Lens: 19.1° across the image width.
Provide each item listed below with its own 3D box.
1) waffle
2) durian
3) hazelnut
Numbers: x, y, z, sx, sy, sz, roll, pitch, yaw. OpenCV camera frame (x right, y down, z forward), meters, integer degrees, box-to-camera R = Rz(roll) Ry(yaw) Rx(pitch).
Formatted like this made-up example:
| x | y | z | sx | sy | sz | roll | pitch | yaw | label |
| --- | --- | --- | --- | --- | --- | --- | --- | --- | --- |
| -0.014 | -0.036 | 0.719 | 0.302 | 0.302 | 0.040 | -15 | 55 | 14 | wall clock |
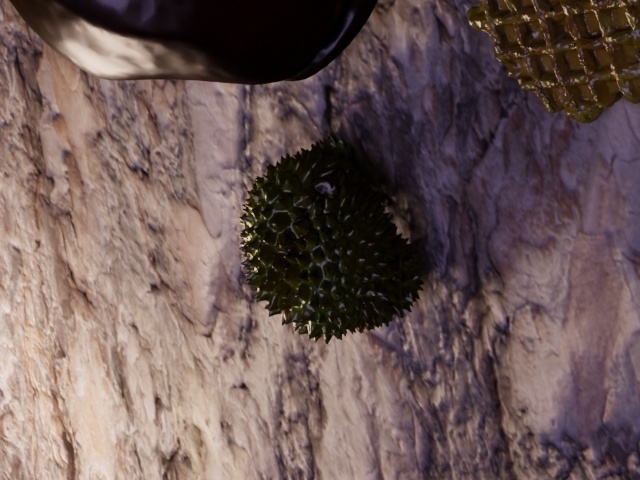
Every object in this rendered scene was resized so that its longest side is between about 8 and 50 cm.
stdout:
| x | y | z | sx | sy | sz | roll | pitch | yaw | label |
| --- | --- | --- | --- | --- | --- | --- | --- | --- | --- |
| 0.233 | -0.230 | 1.861 | 0.243 | 0.059 | 0.237 | 43 | 142 | 18 | waffle |
| 0.001 | 0.004 | 2.220 | 0.200 | 0.176 | 0.236 | -27 | 82 | 35 | durian |
| -0.146 | -0.332 | 1.964 | 0.429 | 0.402 | 0.402 | 17 | 127 | 46 | hazelnut |
